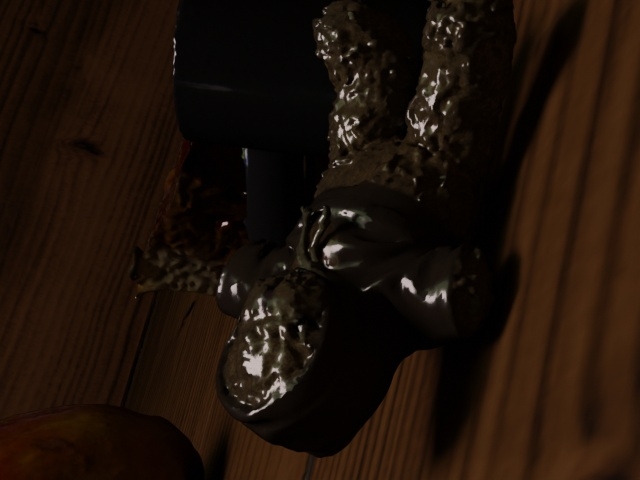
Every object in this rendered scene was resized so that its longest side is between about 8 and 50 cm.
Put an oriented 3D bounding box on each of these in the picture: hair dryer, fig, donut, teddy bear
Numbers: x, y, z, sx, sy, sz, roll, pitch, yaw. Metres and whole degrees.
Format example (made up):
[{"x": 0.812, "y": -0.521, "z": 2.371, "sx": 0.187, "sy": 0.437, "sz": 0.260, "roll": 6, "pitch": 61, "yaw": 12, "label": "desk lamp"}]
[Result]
[{"x": -0.002, "y": 0.000, "z": 0.629, "sx": 0.070, "sy": 0.114, "sz": 0.248, "roll": -72, "pitch": -15, "yaw": -49, "label": "hair dryer"}, {"x": -0.195, "y": 0.231, "z": 0.945, "sx": 0.224, "sy": 0.224, "sz": 0.263, "roll": 142, "pitch": 145, "yaw": -76, "label": "fig"}, {"x": -0.009, "y": -0.097, "z": 0.734, "sx": 0.151, "sy": 0.112, "sz": 0.295, "roll": -78, "pitch": 11, "yaw": -46, "label": "donut"}, {"x": 0.020, "y": -0.002, "z": 0.473, "sx": 0.119, "sy": 0.078, "sz": 0.160, "roll": 5, "pitch": 68, "yaw": 47, "label": "teddy bear"}]
